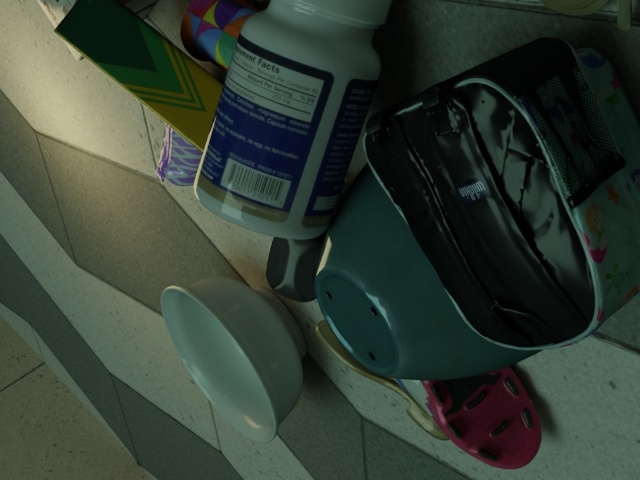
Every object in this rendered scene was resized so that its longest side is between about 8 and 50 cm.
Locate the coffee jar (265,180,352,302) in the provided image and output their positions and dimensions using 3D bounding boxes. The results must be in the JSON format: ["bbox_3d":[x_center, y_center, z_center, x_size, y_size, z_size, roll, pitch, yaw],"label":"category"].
[{"bbox_3d":[0.000,0.000,1.430,0.079,0.184,0.096,20,118,13],"label":"coffee jar"}]

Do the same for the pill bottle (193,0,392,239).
[{"bbox_3d":[-0.025,-0.147,1.235,0.153,0.153,0.265,33,111,40],"label":"pill bottle"}]

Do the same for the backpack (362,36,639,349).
[{"bbox_3d":[0.183,-0.036,1.061,0.225,0.191,0.254,-20,96,57],"label":"backpack"}]

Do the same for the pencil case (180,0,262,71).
[{"bbox_3d":[-0.065,-0.217,1.406,0.236,0.104,0.104,38,149,36],"label":"pencil case"}]

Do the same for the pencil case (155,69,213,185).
[{"bbox_3d":[-0.189,-0.159,1.708,0.086,0.088,0.206,49,155,19],"label":"pencil case"}]

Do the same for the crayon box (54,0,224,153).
[{"bbox_3d":[-0.158,-0.174,1.496,0.323,0.083,0.203,40,-177,9],"label":"crayon box"}]

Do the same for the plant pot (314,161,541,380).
[{"bbox_3d":[0.109,0.037,1.282,0.290,0.195,0.290,41,150,30],"label":"plant pot"}]

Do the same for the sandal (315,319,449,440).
[{"bbox_3d":[0.107,0.160,1.604,0.240,0.088,0.079,41,120,16],"label":"sandal"}]

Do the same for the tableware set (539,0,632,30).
[{"bbox_3d":[0.200,-0.266,0.942,0.128,0.039,0.194,23,146,28],"label":"tableware set"}]

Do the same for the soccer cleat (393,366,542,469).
[{"bbox_3d":[0.144,0.148,1.483,0.331,0.116,0.143,43,-178,11],"label":"soccer cleat"}]

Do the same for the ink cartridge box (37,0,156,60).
[{"bbox_3d":[-0.314,-0.390,1.622,0.197,0.114,0.273,57,156,-3],"label":"ink cartridge box"}]

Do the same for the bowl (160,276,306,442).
[{"bbox_3d":[-0.118,0.166,1.913,0.298,0.134,0.298,42,152,28],"label":"bowl"}]
